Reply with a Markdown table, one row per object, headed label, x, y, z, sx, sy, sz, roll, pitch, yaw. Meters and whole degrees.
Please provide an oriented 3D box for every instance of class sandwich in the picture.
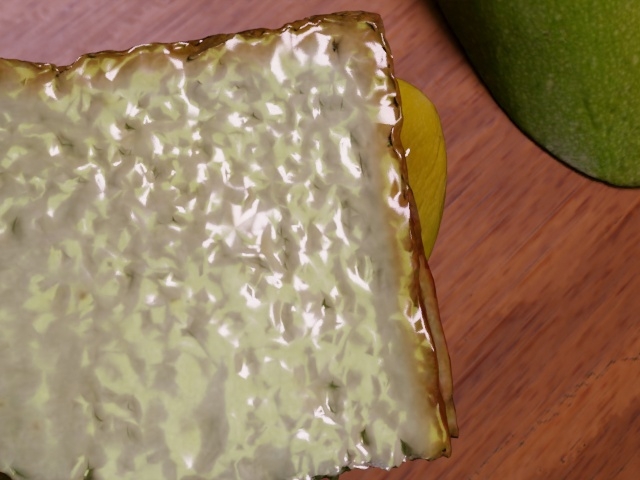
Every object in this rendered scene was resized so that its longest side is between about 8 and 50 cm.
| label | x | y | z | sx | sy | sz | roll | pitch | yaw |
| --- | --- | --- | --- | --- | --- | --- | --- | --- | --- |
| sandwich | -0.100 | 0.022 | 0.823 | 0.325 | 0.131 | 0.262 | -10 | 87 | -11 |

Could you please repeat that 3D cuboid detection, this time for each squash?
| label | x | y | z | sx | sy | sz | roll | pitch | yaw |
| --- | --- | --- | --- | --- | --- | --- | --- | --- | --- |
| squash | 0.160 | -0.152 | 1.090 | 0.111 | 0.203 | 0.289 | -51 | 144 | -24 |

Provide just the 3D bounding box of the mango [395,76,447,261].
| label | x | y | z | sx | sy | sz | roll | pitch | yaw |
| --- | --- | --- | --- | --- | --- | --- | --- | --- | --- |
| mango | 0.007 | 0.001 | 0.956 | 0.137 | 0.091 | 0.237 | 22 | 81 | -20 |
